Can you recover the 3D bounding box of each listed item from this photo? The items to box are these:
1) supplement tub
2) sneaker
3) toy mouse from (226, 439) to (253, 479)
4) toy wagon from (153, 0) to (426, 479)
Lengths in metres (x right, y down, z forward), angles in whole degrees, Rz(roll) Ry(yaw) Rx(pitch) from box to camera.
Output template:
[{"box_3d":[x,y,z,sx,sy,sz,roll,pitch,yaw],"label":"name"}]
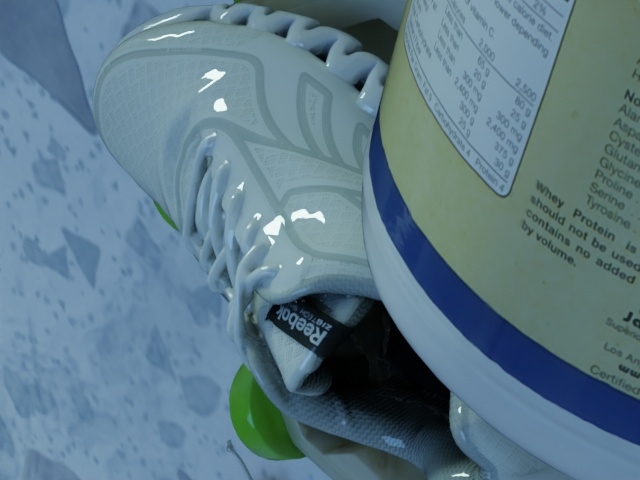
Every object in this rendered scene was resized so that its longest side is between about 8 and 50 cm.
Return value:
[{"box_3d":[0.150,-0.099,0.463,0.228,0.228,0.316,38,134,27],"label":"supplement tub"},{"box_3d":[0.000,0.000,0.659,0.292,0.118,0.110,35,134,32],"label":"sneaker"},{"box_3d":[-0.015,0.187,0.944,0.161,0.031,0.143,54,139,11],"label":"toy mouse"},{"box_3d":[0.033,-0.028,0.752,0.267,0.068,0.344,-10,102,49],"label":"toy wagon"}]
